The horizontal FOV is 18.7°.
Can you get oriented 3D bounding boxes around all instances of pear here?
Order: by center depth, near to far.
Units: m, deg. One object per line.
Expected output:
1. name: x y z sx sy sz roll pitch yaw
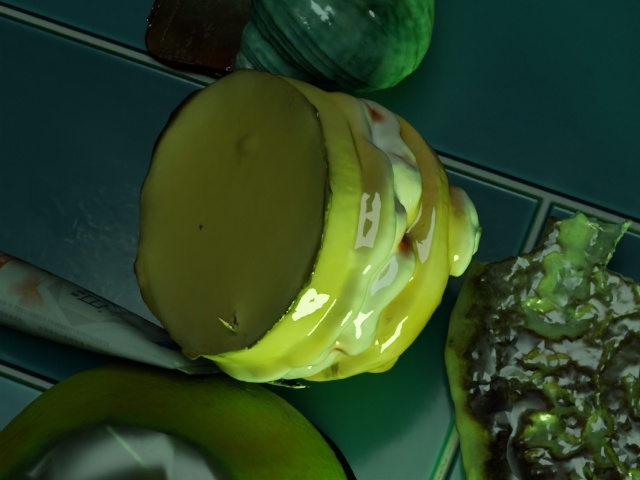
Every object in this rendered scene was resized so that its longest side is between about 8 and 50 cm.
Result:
1. pear: -0.153 0.262 1.602 0.399 0.165 0.399 -1 68 3

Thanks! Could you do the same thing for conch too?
1. conch: 0.014 -0.214 1.801 0.202 0.134 0.196 -15 41 -13

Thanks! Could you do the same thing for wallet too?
1. wallet: -0.079 -0.273 1.887 0.137 0.031 0.255 16 70 9

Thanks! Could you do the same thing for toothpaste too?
1. toothpaste: -0.232 0.063 1.712 0.323 0.100 0.066 19 94 21

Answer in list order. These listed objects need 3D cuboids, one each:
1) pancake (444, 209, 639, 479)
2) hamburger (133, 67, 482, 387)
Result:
1. pancake: 0.267 0.172 1.664 0.427 0.067 0.305 40 79 23
2. hamburger: 0.000 0.000 1.662 0.276 0.237 0.276 -19 64 43
